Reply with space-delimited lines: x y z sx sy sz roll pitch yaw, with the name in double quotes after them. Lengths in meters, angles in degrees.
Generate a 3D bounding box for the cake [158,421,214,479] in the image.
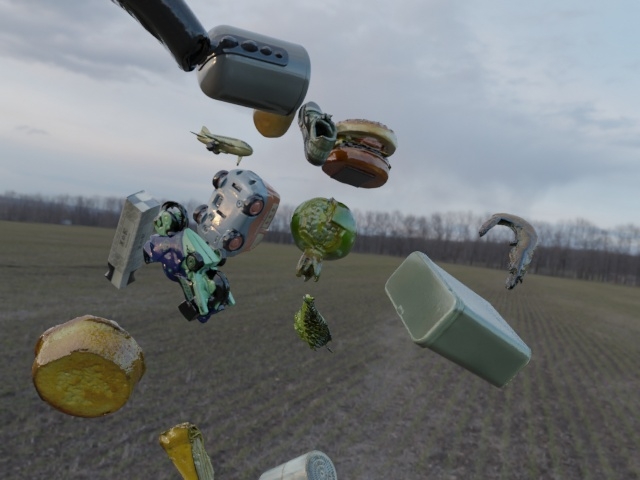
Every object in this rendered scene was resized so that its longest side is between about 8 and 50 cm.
-0.277 0.489 1.294 0.116 0.184 0.080 -42 -10 25 "cake"

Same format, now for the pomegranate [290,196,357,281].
0.000 0.000 1.884 0.236 0.301 0.236 15 -22 6 "pomegranate"

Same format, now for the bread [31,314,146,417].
-0.841 0.462 2.059 0.399 0.397 0.215 7 30 -9 "bread"

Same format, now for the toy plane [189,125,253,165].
-0.395 -0.389 2.305 0.256 0.104 0.242 28 0 9 "toy plane"

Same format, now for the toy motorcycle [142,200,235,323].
-0.359 0.062 1.504 0.196 0.331 0.125 -42 -16 30 "toy motorcycle"

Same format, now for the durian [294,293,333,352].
-0.025 0.296 1.919 0.132 0.107 0.375 44 -18 33 "durian"

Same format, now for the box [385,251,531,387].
0.412 0.237 1.726 0.344 0.177 0.352 32 14 -22 "box"

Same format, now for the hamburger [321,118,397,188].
0.150 -0.337 2.169 0.291 0.224 0.291 11 -14 3 "hamburger"

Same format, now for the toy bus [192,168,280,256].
-0.257 -0.089 1.865 0.194 0.287 0.232 37 15 27 "toy bus"

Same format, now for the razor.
-0.399 -0.552 1.315 0.349 0.113 0.204 43 -10 -11 "razor"

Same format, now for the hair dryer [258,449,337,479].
-0.038 0.650 1.207 0.173 0.357 0.108 -36 -44 29 "hair dryer"

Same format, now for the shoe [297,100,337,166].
0.003 -0.409 1.997 0.109 0.292 0.149 11 -37 -26 "shoe"

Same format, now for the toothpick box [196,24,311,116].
-0.199 -0.477 1.570 0.317 0.228 0.229 5 1 -32 "toothpick box"

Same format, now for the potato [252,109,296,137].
-0.175 -0.506 2.169 0.150 0.233 0.146 22 5 32 "potato"

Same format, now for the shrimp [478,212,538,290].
0.470 0.017 1.434 0.152 0.219 0.046 25 -29 -3 "shrimp"

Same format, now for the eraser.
-0.708 0.003 2.126 0.098 0.403 0.096 38 34 14 "eraser"
